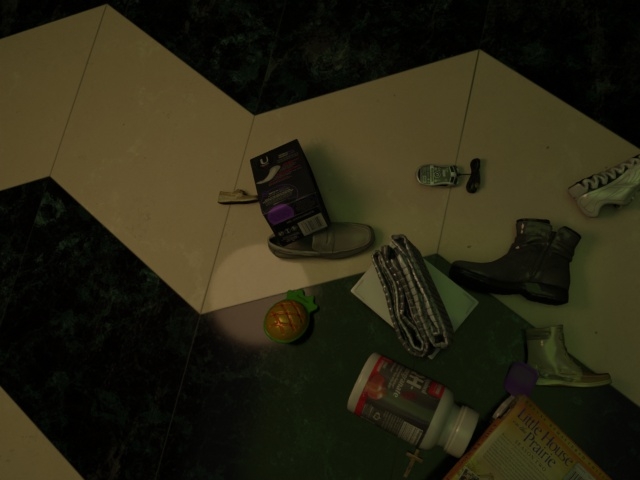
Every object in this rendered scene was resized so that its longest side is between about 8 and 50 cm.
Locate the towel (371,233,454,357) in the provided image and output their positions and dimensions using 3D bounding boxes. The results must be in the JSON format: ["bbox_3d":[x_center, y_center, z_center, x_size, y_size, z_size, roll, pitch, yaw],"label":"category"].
[{"bbox_3d":[0.219,0.142,1.414,0.121,0.235,0.284,-25,74,12],"label":"towel"}]

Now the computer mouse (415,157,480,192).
[{"bbox_3d":[0.378,-0.194,1.737,0.192,0.042,0.106,2,83,5],"label":"computer mouse"}]

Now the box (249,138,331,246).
[{"bbox_3d":[-0.091,-0.143,1.702,0.165,0.143,0.270,-22,45,5],"label":"box"}]

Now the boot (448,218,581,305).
[{"bbox_3d":[0.539,0.041,1.630,0.337,0.118,0.223,13,77,2],"label":"boot"}]

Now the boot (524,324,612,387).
[{"bbox_3d":[0.656,0.307,1.554,0.213,0.077,0.165,-2,77,18],"label":"boot"}]

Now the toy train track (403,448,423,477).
[{"bbox_3d":[0.250,0.609,1.596,0.048,0.014,0.083,26,89,7],"label":"toy train track"}]

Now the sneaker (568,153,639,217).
[{"bbox_3d":[0.848,-0.161,1.618,0.292,0.110,0.118,-26,82,12],"label":"sneaker"}]

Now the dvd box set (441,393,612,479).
[{"bbox_3d":[0.469,0.637,1.428,0.307,0.062,0.420,44,80,6],"label":"dvd box set"}]

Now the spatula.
[{"bbox_3d":[0.483,0.462,1.565,0.084,0.030,0.297,33,90,50],"label":"spatula"}]

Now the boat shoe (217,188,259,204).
[{"bbox_3d":[-0.259,-0.139,1.835,0.135,0.050,0.045,-1,83,10],"label":"boat shoe"}]

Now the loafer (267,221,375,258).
[{"bbox_3d":[0.000,0.000,1.724,0.319,0.111,0.112,-9,76,8],"label":"loafer"}]

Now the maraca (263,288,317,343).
[{"bbox_3d":[-0.088,0.220,1.704,0.127,0.099,0.186,30,59,13],"label":"maraca"}]

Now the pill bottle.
[{"bbox_3d":[0.246,0.443,1.549,0.318,0.176,0.176,24,83,14],"label":"pill bottle"}]

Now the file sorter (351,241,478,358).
[{"bbox_3d":[0.259,0.164,1.609,0.277,0.173,0.193,40,88,16],"label":"file sorter"}]
